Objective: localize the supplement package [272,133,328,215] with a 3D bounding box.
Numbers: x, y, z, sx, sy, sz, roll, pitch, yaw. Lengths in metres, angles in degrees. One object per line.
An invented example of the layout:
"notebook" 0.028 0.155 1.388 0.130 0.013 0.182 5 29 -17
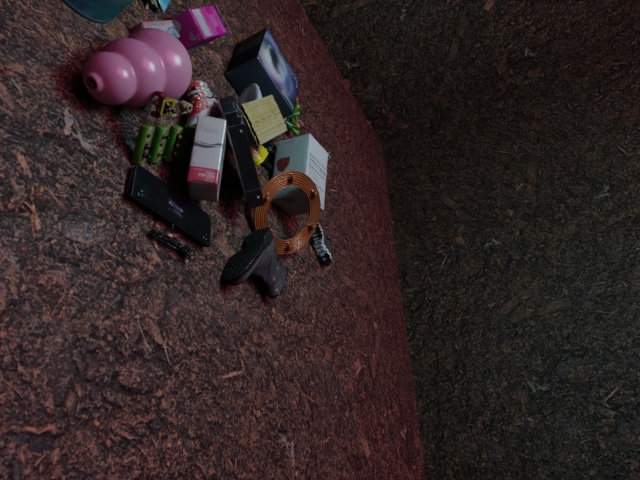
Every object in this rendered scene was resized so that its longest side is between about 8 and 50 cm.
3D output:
"supplement package" -0.090 -0.282 2.046 0.175 0.178 0.292 38 50 -53

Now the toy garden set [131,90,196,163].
"toy garden set" -0.423 -0.319 1.361 0.203 0.049 0.244 -67 168 20

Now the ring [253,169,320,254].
"ring" -0.117 -0.105 1.839 0.337 0.032 0.336 -18 117 -41

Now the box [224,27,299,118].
"box" -0.245 -0.720 2.094 0.296 0.183 0.294 52 30 -39

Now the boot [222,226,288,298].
"boot" -0.200 0.115 1.633 0.222 0.118 0.338 68 26 -22

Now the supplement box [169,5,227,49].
"supplement box" -0.455 -0.789 1.747 0.113 0.111 0.220 63 24 -20

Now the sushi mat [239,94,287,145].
"sushi mat" -0.203 -0.451 1.744 0.151 0.019 0.316 65 22 -15

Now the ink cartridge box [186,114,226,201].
"ink cartridge box" -0.346 -0.248 1.448 0.158 0.092 0.217 126 -32 -71

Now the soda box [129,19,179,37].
"soda box" -0.537 -0.674 1.535 0.063 0.058 0.183 63 24 -19

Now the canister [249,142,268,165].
"canister" -0.289 -0.389 1.870 0.170 0.073 0.126 58 25 -25

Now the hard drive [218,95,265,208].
"hard drive" -0.274 -0.308 1.629 0.237 0.064 0.338 -119 -164 -58

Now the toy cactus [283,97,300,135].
"toy cactus" -0.173 -0.612 2.300 0.180 0.112 0.218 -34 124 -44

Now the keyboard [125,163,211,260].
"keyboard" -0.427 -0.061 1.346 0.317 0.033 0.201 42 35 -49

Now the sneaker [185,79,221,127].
"sneaker" -0.423 -0.452 1.588 0.145 0.090 0.270 61 21 -21

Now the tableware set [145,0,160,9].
"tableware set" -0.596 -0.876 1.582 0.128 0.039 0.194 -88 160 -73

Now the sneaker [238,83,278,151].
"sneaker" -0.239 -0.473 1.843 0.153 0.101 0.268 34 45 -56

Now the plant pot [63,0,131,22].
"plant pot" -0.574 -0.780 1.274 0.271 0.255 0.271 50 30 -43

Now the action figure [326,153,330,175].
"action figure" -0.028 -0.393 2.397 0.275 0.141 0.164 59 23 -19

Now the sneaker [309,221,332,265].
"sneaker" 0.000 0.000 2.237 0.106 0.078 0.234 -57 129 -66

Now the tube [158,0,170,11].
"tube" -0.545 -0.877 1.658 0.207 0.052 0.080 -92 162 -49

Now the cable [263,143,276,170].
"cable" -0.231 -0.386 2.033 0.184 0.047 0.150 68 21 -13

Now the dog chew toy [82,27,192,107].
"dog chew toy" -0.502 -0.459 1.280 0.206 0.207 0.332 64 31 -17
